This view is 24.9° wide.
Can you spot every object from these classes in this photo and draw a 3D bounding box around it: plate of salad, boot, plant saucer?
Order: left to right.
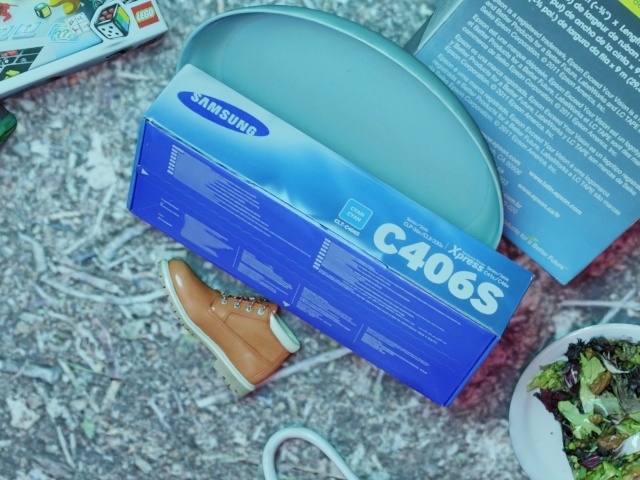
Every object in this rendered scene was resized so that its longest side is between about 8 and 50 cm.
[{"bbox_3d":[-0.088,0.066,1.380,0.084,0.059,0.158,-35,110,10],"label":"boot"},{"bbox_3d":[0.020,-0.085,1.244,0.317,0.044,0.318,24,148,16],"label":"plant saucer"},{"bbox_3d":[0.280,0.176,1.386,0.199,0.048,0.200,1,107,5],"label":"plate of salad"}]

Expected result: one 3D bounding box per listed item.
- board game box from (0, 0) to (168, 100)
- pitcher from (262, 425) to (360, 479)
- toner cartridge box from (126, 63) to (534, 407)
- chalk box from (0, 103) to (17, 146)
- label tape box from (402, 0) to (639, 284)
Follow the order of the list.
[{"bbox_3d":[-0.306,-0.210,1.228,0.305,0.053,0.193,-24,92,-18],"label":"board game box"},{"bbox_3d":[0.028,0.284,1.409,0.207,0.125,0.178,12,92,12],"label":"pitcher"},{"bbox_3d":[0.000,0.000,1.267,0.348,0.075,0.165,32,149,4],"label":"toner cartridge box"},{"bbox_3d":[-0.372,-0.093,1.312,0.132,0.132,0.213,39,106,-8],"label":"chalk box"},{"bbox_3d":[0.230,-0.157,1.217,0.240,0.106,0.334,39,122,-8],"label":"label tape box"}]
